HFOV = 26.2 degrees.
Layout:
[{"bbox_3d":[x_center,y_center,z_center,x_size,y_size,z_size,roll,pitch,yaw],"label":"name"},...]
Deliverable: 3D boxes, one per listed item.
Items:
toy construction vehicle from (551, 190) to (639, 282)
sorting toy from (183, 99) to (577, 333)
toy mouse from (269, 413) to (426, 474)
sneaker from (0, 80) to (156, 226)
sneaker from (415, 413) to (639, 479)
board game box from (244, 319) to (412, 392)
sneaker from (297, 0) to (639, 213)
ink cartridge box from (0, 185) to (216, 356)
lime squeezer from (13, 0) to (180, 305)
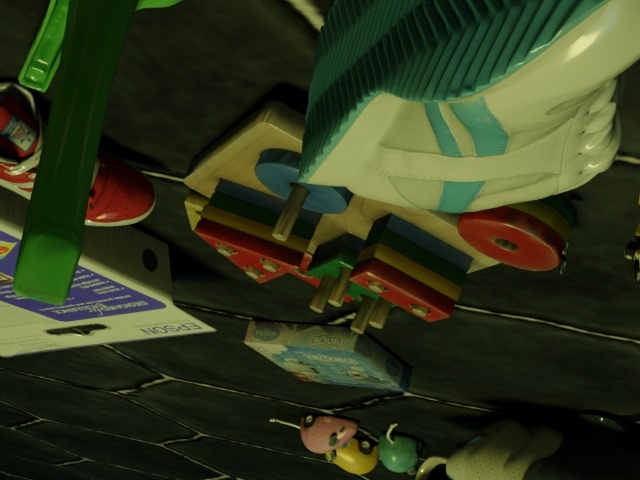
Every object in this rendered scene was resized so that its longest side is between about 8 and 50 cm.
[{"bbox_3d":[0.124,-0.011,0.620,0.086,0.035,0.098,17,162,25],"label":"toy construction vehicle"},{"bbox_3d":[0.000,0.000,0.671,0.132,0.046,0.274,29,162,-15],"label":"sorting toy"},{"bbox_3d":[0.038,0.187,1.246,0.161,0.031,0.143,20,160,-18],"label":"toy mouse"},{"bbox_3d":[-0.135,-0.042,0.688,0.118,0.042,0.067,20,164,-12],"label":"sneaker"},{"bbox_3d":[0.198,0.221,1.117,0.236,0.130,0.323,19,168,16],"label":"sneaker"},{"bbox_3d":[0.006,0.083,0.986,0.090,0.020,0.090,2,157,32],"label":"board game box"},{"bbox_3d":[0.063,-0.063,0.441,0.092,0.087,0.228,11,169,-14],"label":"sneaker"},{"bbox_3d":[-0.204,0.018,0.866,0.206,0.045,0.208,-9,153,34],"label":"ink cartridge box"},{"bbox_3d":[-0.075,-0.078,0.470,0.059,0.110,0.310,1,-165,-13],"label":"lime squeezer"}]
